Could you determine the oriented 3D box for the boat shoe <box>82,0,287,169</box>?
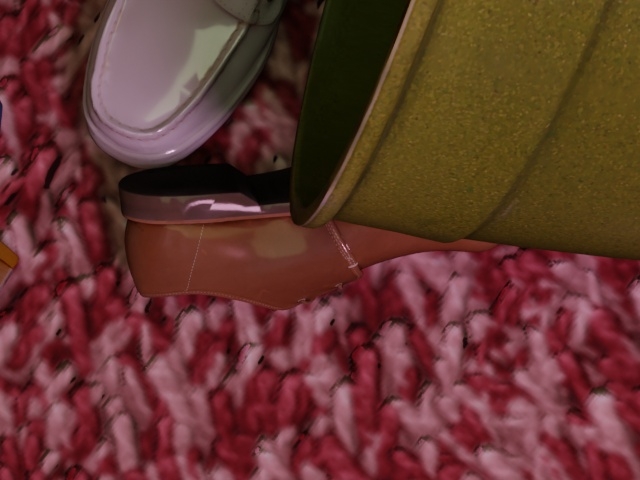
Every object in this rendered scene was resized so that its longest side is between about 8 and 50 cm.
[{"bbox_3d":[-0.054,-0.173,0.836,0.098,0.096,0.277,25,80,6],"label":"boat shoe"}]

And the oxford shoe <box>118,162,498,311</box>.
[{"bbox_3d":[0.000,0.000,0.824,0.212,0.076,0.076,-1,108,-1],"label":"oxford shoe"}]

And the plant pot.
[{"bbox_3d":[0.205,-0.134,0.721,0.352,0.366,0.367,16,79,-8],"label":"plant pot"}]

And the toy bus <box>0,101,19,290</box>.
[{"bbox_3d":[-0.263,-0.007,0.802,0.202,0.104,0.191,-15,78,-2],"label":"toy bus"}]
